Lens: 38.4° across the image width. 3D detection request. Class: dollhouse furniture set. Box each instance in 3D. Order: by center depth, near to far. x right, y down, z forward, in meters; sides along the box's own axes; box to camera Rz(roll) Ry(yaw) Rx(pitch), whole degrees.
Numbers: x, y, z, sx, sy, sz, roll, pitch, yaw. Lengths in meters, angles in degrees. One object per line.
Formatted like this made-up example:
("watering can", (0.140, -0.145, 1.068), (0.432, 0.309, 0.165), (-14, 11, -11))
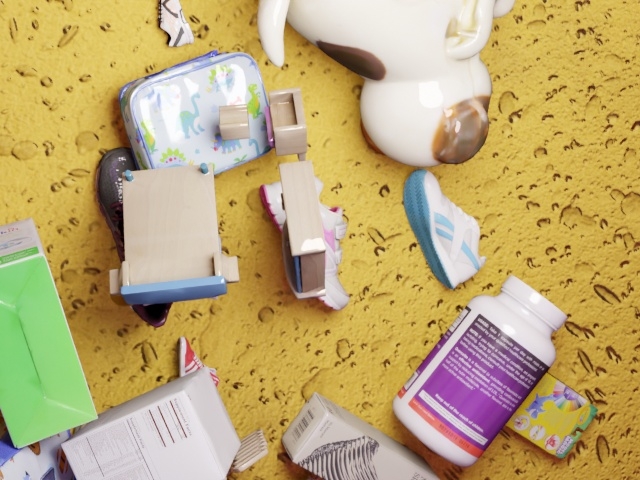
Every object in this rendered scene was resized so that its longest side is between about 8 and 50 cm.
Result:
("dollhouse furniture set", (-0.157, -0.037, 1.342), (0.304, 0.198, 0.286), (-7, 68, -4))

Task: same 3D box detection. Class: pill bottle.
("pill bottle", (0.286, 0.225, 1.616), (0.181, 0.181, 0.323), (37, 93, -22))

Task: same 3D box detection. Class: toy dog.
("toy dog", (0.126, -0.297, 1.349), (0.395, 0.285, 0.407), (-52, 127, -32))

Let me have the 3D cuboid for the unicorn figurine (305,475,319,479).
("unicorn figurine", (-0.059, 0.486, 1.650), (0.162, 0.060, 0.111), (-8, 102, -12))

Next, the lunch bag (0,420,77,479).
("lunch bag", (-0.507, 0.454, 1.348), (0.239, 0.328, 0.385), (26, 94, -2))

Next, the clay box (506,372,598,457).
("clay box", (0.413, 0.314, 1.749), (0.222, 0.053, 0.127), (34, 93, -23))

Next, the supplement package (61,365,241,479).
("supplement package", (-0.255, 0.318, 1.429), (0.203, 0.194, 0.149), (-24, 92, 4))

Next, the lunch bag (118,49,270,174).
("lunch bag", (-0.184, -0.186, 1.389), (0.219, 0.090, 0.176), (-25, 110, -24))

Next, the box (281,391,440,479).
("box", (0.073, 0.393, 1.646), (0.275, 0.094, 0.113), (33, 94, -22))

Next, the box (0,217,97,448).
("box", (-0.437, 0.127, 1.343), (0.127, 0.231, 0.261), (-18, 109, -16))

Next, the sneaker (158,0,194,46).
("sneaker", (-0.228, -0.341, 1.379), (0.044, 0.040, 0.109), (-23, 110, -7))

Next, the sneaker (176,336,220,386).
("sneaker", (-0.204, 0.211, 1.540), (0.067, 0.042, 0.118), (-7, 115, -11))

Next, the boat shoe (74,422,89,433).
("boat shoe", (-0.370, 0.361, 1.504), (0.050, 0.045, 0.135), (-22, 86, -21))

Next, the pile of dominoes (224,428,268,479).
("pile of dominoes", (-0.166, 0.386, 1.490), (0.196, 0.251, 0.040), (-28, 91, -8))

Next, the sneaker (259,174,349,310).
("sneaker", (0.000, 0.000, 1.510), (0.111, 0.103, 0.252), (-28, 112, -6))

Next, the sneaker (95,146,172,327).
("sneaker", (-0.266, 0.003, 1.397), (0.107, 0.162, 0.281), (-15, 109, -12))

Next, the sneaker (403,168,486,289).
("sneaker", (0.214, -0.031, 1.581), (0.092, 0.087, 0.228), (-31, 119, -13))
